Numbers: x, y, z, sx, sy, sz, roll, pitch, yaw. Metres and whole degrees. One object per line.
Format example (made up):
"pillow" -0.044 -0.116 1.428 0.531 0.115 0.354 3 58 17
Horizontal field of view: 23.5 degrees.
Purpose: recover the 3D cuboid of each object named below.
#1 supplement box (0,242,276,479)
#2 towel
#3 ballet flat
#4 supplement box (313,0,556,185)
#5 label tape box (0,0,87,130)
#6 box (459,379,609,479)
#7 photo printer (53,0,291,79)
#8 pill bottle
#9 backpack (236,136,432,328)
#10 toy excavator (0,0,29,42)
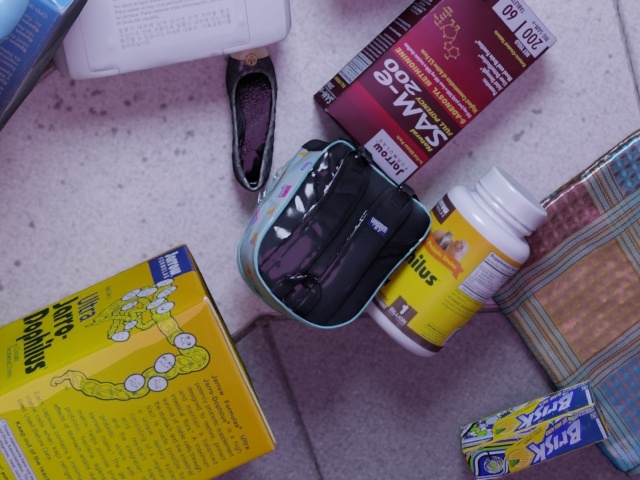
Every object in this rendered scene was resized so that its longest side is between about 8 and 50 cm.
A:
"supplement box" -0.257 0.183 1.663 0.357 0.194 0.195 -25 111 -4
"towel" 0.380 0.082 1.850 0.271 0.040 0.370 -37 111 1
"ballet flat" -0.071 -0.138 1.678 0.058 0.049 0.173 -6 108 -11
"supplement box" 0.125 -0.189 1.691 0.239 0.073 0.130 -43 111 5
"label tape box" -0.389 -0.223 1.503 0.249 0.115 0.348 36 139 -8
"box" 0.255 0.230 1.838 0.169 0.059 0.054 -23 113 11
"photo printer" -0.166 -0.325 1.525 0.256 0.107 0.307 -13 128 -8
"pill bottle" 0.152 0.021 1.728 0.117 0.117 0.215 38 103 -20
"backpack" 0.000 0.000 1.680 0.166 0.144 0.188 40 73 -22
"toy excavator" -0.440 -0.185 1.351 0.433 0.222 0.445 17 144 16
